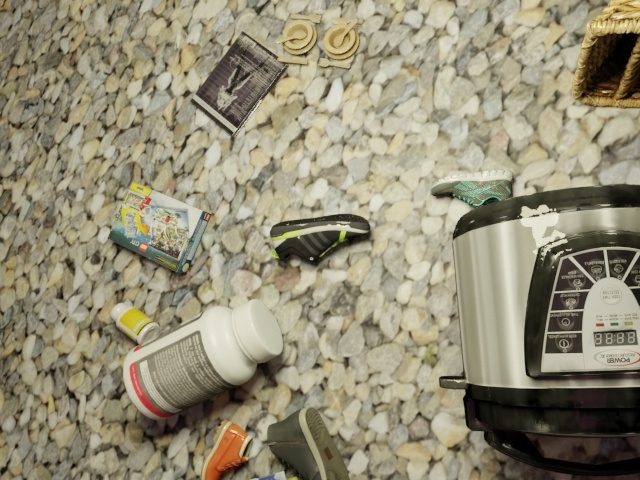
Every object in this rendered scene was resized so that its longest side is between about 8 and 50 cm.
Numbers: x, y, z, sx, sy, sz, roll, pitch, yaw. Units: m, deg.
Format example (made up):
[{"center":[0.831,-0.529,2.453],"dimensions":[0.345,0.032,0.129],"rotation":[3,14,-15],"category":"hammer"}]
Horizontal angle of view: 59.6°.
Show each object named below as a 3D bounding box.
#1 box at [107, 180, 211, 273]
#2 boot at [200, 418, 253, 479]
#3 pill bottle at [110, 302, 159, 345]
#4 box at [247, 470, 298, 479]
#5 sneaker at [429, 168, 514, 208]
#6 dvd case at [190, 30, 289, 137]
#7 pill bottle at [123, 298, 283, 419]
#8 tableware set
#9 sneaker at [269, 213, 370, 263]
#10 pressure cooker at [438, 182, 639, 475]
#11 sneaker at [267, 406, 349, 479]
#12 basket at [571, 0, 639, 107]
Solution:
[{"center":[-0.401,-0.035,1.384],"dimensions":[0.233,0.044,0.159],"rotation":[22,89,22],"category":"box"},{"center":[-0.205,0.482,1.220],"dimensions":[0.084,0.059,0.158],"rotation":[22,88,17],"category":"boot"},{"center":[-0.451,0.200,1.352],"dimensions":[0.116,0.065,0.065],"rotation":[30,92,21],"category":"pill bottle"},{"center":[-0.079,0.572,1.155],"dimensions":[0.109,0.042,0.178],"rotation":[-26,73,28],"category":"box"},{"center":[0.304,-0.096,1.127],"dimensions":[0.166,0.065,0.076],"rotation":[-6,83,21],"category":"sneaker"},{"center":[-0.203,-0.388,1.385],"dimensions":[0.164,0.018,0.221],"rotation":[40,95,20],"category":"dvd case"},{"center":[-0.248,0.249,1.209],"dimensions":[0.318,0.176,0.176],"rotation":[-27,73,14],"category":"pill bottle"},{"center":[-0.005,-0.477,1.306],"dimensions":[0.194,0.039,0.128],"rotation":[12,82,19],"category":"tableware set"},{"center":[0.000,0.000,1.227],"dimensions":[0.234,0.084,0.097],"rotation":[-5,103,21],"category":"sneaker"},{"center":[0.411,0.150,0.886],"dimensions":[0.370,0.375,0.421],"rotation":[-17,72,57],"category":"pressure cooker"},{"center":[-0.023,0.465,1.153],"dimensions":[0.118,0.083,0.222],"rotation":[-30,74,29],"category":"sneaker"},{"center":[0.584,-0.316,0.932],"dimensions":[0.213,0.299,0.223],"rotation":[43,94,20],"category":"basket"}]
